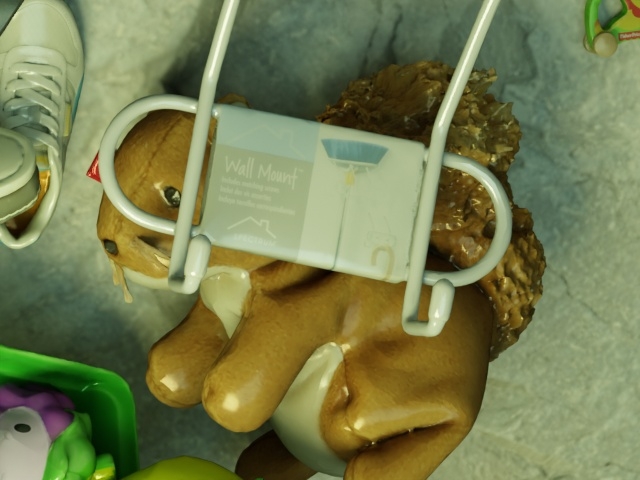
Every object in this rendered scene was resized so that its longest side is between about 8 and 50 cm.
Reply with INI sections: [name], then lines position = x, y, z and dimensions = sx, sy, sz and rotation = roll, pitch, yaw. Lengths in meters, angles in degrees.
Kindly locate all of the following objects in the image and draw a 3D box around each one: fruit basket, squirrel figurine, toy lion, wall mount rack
[fruit basket]
position = -0.191, 0.270, 1.563
dimensions = 0.392, 0.392, 0.283
rotation = -56, 146, 9
[squirrel figurine]
position = 0.000, 0.000, 1.700
dimensions = 0.397, 0.281, 0.370
rotation = -41, 104, -14
[toy lion]
position = 0.294, -0.225, 1.787
dimensions = 0.100, 0.034, 0.096
rotation = -9, 105, -11
[wall mount rack]
position = 0.013, -0.090, 1.508
dimensions = 0.350, 0.130, 0.304
rotation = 11, 85, -14

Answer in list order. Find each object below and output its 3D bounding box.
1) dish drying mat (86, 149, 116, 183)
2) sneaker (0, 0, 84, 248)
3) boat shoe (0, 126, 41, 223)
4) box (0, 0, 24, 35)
[dish drying mat]
position = -0.169, -0.055, 1.739
dimensions = 0.083, 0.008, 0.032
rotation = 24, 101, -21
[sneaker]
position = -0.248, -0.104, 1.654
dimensions = 0.087, 0.092, 0.229
rotation = 3, 108, -14
[boat shoe]
position = -0.367, -0.020, 1.615
dimensions = 0.305, 0.109, 0.091
rotation = -11, 130, 15
[box]
position = -0.291, -0.370, 1.440
dimensions = 0.293, 0.212, 0.395
rotation = 34, 85, -22
